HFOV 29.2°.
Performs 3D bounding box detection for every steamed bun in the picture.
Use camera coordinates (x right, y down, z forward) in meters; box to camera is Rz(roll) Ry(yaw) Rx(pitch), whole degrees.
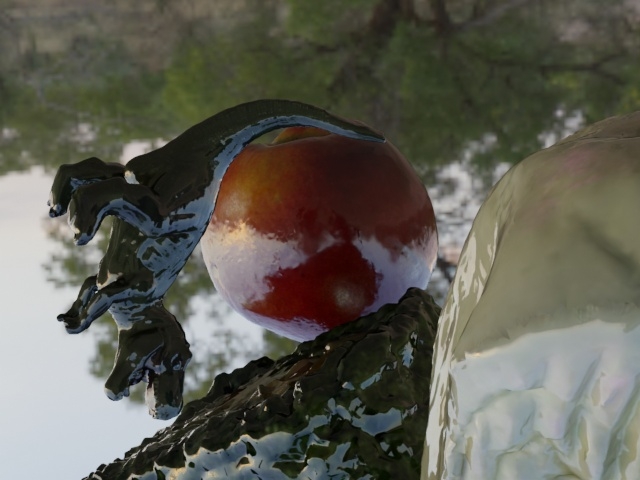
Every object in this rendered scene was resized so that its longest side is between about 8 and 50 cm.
[{"bbox_3d":[0.184,0.054,0.491,0.275,0.320,0.206,-18,-143,28],"label":"steamed bun"}]

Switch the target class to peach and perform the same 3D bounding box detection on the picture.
[{"bbox_3d":[0.000,0.000,1.224,0.243,0.244,0.199,-4,-168,-4],"label":"peach"}]

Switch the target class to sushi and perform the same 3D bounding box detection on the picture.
[{"bbox_3d":[-0.010,0.184,1.051,0.352,0.178,0.294,-27,-174,38],"label":"sushi"}]

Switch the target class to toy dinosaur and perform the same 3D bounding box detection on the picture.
[{"bbox_3d":[-0.067,0.004,0.731,0.178,0.187,0.087,0,-163,-23],"label":"toy dinosaur"}]
